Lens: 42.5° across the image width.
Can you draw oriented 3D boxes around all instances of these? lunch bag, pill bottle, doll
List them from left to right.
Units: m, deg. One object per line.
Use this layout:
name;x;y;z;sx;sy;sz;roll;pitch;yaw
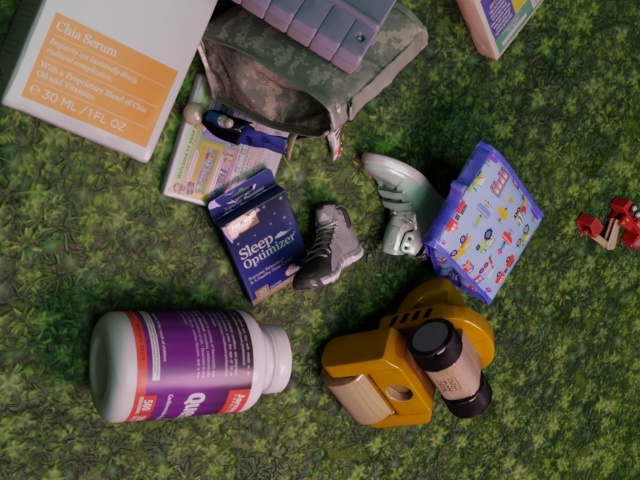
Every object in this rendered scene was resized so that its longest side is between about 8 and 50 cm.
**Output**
pill bottle;-0.219;0.209;1.408;0.322;0.181;0.182;2;105;-30
doll;-0.135;-0.178;1.343;0.189;0.129;0.046;18;83;-2
lunch bag;-0.006;-0.282;1.275;0.235;0.287;0.169;-44;145;-25
lunch bag;0.299;-0.038;1.579;0.221;0.138;0.293;-57;150;-7

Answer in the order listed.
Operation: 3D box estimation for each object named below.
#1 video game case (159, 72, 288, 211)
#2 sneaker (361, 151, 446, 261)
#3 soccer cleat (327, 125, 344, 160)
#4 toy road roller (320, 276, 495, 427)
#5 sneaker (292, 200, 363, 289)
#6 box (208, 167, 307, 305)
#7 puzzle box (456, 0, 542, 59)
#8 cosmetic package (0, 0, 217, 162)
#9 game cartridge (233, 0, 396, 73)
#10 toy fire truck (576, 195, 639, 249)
video game case;-0.157;-0.158;1.421;0.193;0.023;0.212;14;99;-33
sneaker;0.148;-0.056;1.580;0.256;0.094;0.151;36;80;-36
soccer cleat;0.022;-0.189;1.512;0.035;0.029;0.083;4;100;-22
toy road roller;0.184;0.216;1.637;0.202;0.329;0.241;55;34;-31
sneaker;0.000;0.000;1.494;0.228;0.086;0.132;-36;116;-61
box;-0.105;-0.004;1.473;0.136;0.036;0.225;-32;127;-17
puzzle box;0.395;-0.575;1.531;0.409;0.052;0.272;-52;145;-6
cosmetic package;-0.283;-0.371;1.199;0.230;0.161;0.453;21;94;-33
game cartridge;0.030;-0.437;1.201;0.230;0.068;0.355;33;64;-9
toy fire truck;0.693;-0.027;1.935;0.135;0.047;0.192;-48;123;-8
